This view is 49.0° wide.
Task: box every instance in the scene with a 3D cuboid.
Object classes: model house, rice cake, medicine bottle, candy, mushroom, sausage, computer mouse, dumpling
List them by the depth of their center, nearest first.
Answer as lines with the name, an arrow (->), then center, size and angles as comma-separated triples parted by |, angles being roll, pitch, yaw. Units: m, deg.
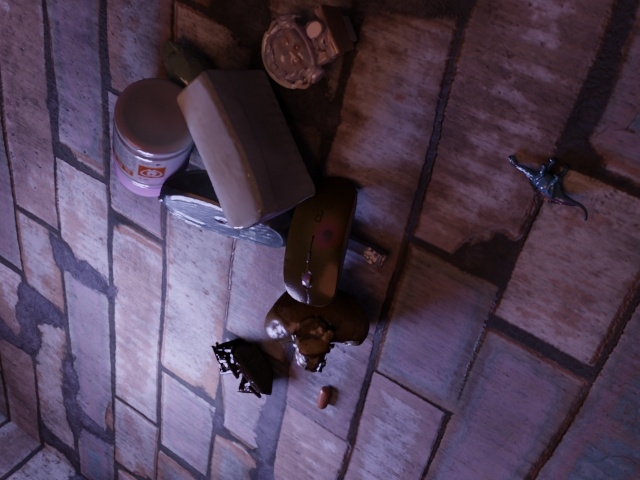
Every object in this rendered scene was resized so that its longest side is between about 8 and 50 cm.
candy -> -0.174, -0.215, 1.629 | 0.145, 0.208, 0.359 | -25, 87, 39
computer mouse -> 0.000, 0.000, 1.670 | 0.158, 0.071, 0.311 | 12, 88, 33
rice cake -> 0.049, 0.001, 1.747 | 0.269, 0.049, 0.055 | 23, 105, 25
dumpling -> -0.320, -0.407, 1.759 | 0.219, 0.108, 0.152 | 62, 175, 0
mushroom -> -0.008, 0.210, 1.774 | 0.263, 0.283, 0.195 | 6, 110, -8
medicine bottle -> -0.422, -0.250, 1.777 | 0.202, 0.202, 0.316 | 50, 157, 2
computer mouse -> -0.231, -0.091, 1.821 | 0.373, 0.114, 0.203 | 18, 155, 4
sausage -> 0.010, 0.460, 2.060 | 0.034, 0.034, 0.083 | 28, 128, 21
model house -> -0.247, 0.395, 2.144 | 0.164, 0.141, 0.203 | -19, 106, 32

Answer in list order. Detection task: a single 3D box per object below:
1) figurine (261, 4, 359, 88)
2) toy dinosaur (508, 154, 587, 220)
figurine -> -0.040, -0.410, 1.504 | 0.236, 0.141, 0.163 | -11, 104, 41
toy dinosaur -> 0.451, -0.113, 1.379 | 0.197, 0.045, 0.080 | 43, 147, 18
